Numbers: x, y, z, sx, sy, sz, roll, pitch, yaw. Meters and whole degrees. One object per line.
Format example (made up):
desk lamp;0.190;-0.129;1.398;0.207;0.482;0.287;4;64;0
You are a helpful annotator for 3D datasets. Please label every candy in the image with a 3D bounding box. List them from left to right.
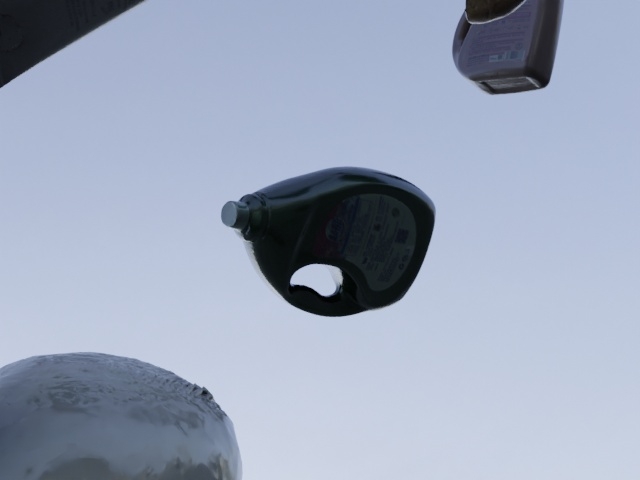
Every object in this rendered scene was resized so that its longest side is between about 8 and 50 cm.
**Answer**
candy;-0.190;0.182;0.900;0.295;0.295;0.185;-27;-48;-2

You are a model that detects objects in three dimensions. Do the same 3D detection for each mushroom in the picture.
mushroom;0.238;-0.372;1.751;0.094;0.210;0.072;15;-14;9

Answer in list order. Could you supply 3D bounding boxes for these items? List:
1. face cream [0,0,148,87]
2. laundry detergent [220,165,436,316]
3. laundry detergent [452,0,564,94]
face cream;-0.294;-0.307;1.719;0.314;0.089;0.143;-35;-43;-33
laundry detergent;0.000;0.000;1.191;0.211;0.063;0.137;6;-69;-43
laundry detergent;0.278;-0.336;2.066;0.171;0.237;0.076;-3;-20;39
